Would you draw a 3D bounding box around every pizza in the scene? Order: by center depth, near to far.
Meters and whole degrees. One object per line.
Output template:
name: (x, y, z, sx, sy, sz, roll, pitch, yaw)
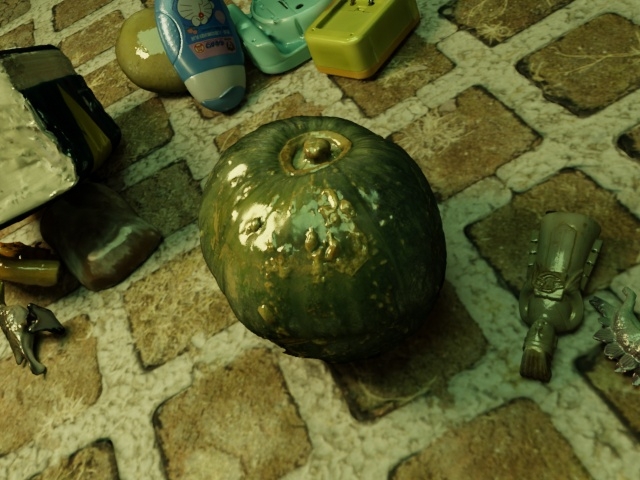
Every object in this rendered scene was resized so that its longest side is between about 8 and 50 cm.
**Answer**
pizza: (-0.534, 0.032, 1.182, 0.271, 0.056, 0.134, 13, 16, 40)

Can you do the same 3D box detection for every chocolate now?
chocolate: (-0.400, -0.025, 1.190, 0.157, 0.080, 0.254, -43, 47, -14)

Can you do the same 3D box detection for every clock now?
clock: (0.079, -0.397, 1.272, 0.143, 0.096, 0.202, 19, 61, 39)
clock: (-0.048, -0.467, 1.393, 0.274, 0.094, 0.223, -35, 47, -4)

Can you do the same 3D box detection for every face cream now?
face cream: (-0.225, -0.373, 1.313, 0.149, 0.264, 0.083, -21, 1, -23)

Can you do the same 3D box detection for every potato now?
potato: (-0.320, -0.393, 1.420, 0.235, 0.160, 0.178, 12, 94, 16)

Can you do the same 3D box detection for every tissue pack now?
tissue pack: (-0.532, -0.179, 1.170, 0.264, 0.253, 0.416, -29, 17, 1)

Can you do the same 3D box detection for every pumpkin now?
pumpkin: (0.000, 0.000, 0.857, 0.291, 0.257, 0.327, -18, 38, -7)

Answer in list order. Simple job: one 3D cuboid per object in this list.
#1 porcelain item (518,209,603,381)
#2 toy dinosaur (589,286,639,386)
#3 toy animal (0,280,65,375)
porcelain item: (0.275, 0.063, 0.814, 0.084, 0.054, 0.213, 6, 56, 32)
toy dinosaur: (0.357, 0.120, 0.732, 0.082, 0.039, 0.209, -38, 35, -4)
toy animal: (-0.491, 0.135, 1.109, 0.202, 0.070, 0.105, 21, 88, 35)
